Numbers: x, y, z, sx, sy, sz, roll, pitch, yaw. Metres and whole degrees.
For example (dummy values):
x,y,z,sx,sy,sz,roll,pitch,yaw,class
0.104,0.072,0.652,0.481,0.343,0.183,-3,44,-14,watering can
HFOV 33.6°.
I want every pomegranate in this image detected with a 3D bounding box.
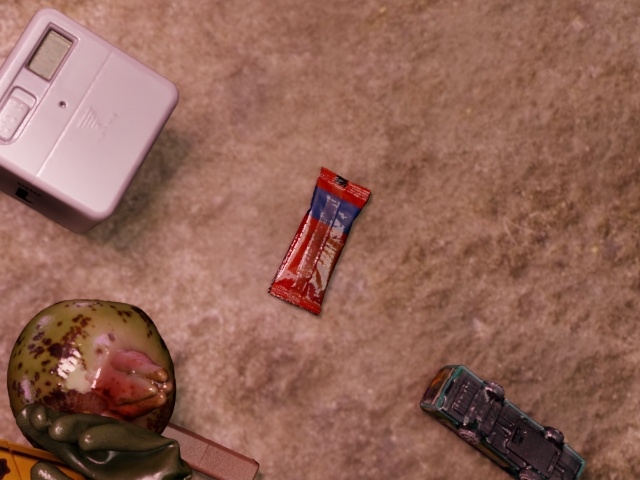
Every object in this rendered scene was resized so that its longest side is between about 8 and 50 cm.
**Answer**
x,y,z,sx,sy,sz,roll,pitch,yaw,class
-0.252,0.172,1.270,0.214,0.248,0.214,6,82,-45,pomegranate

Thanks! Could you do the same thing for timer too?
x,y,z,sx,sy,sz,roll,pitch,yaw,class
-0.312,-0.139,1.299,0.194,0.195,0.192,31,76,-14,timer

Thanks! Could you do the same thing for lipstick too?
x,y,z,sx,sy,sz,roll,pitch,yaw,class
-0.155,0.283,1.400,0.145,0.045,0.045,28,79,-17,lipstick

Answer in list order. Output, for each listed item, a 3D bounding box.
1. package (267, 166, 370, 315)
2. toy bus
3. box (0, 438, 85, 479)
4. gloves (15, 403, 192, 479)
x,y,z,sx,sy,sz,roll,pitch,yaw,class
0.000,0.000,1.492,0.083,0.022,0.200,27,76,-17,package
0.259,0.277,1.519,0.262,0.109,0.091,39,72,-15,toy bus
-0.302,0.346,1.262,0.301,0.193,0.084,20,40,-17,box
-0.218,0.259,1.167,0.268,0.107,0.135,41,88,-18,gloves
